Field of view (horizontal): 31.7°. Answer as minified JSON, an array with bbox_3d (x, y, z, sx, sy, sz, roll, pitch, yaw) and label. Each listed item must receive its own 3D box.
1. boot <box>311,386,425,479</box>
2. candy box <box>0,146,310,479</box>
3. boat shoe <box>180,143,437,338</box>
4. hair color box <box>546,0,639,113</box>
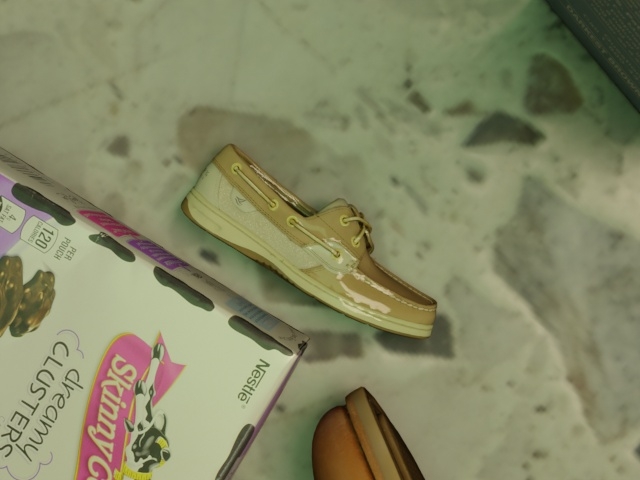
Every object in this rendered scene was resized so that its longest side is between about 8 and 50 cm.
[{"bbox_3d":[-0.031,0.224,0.528,0.220,0.109,0.283,-12,98,8],"label":"boot"},{"bbox_3d":[-0.130,0.068,0.535,0.196,0.070,0.165,31,93,3],"label":"candy box"},{"bbox_3d":[0.000,0.000,0.536,0.135,0.050,0.045,29,98,2],"label":"boat shoe"},{"bbox_3d":[0.200,-0.131,0.358,0.185,0.374,0.114,-39,89,4],"label":"hair color box"}]
